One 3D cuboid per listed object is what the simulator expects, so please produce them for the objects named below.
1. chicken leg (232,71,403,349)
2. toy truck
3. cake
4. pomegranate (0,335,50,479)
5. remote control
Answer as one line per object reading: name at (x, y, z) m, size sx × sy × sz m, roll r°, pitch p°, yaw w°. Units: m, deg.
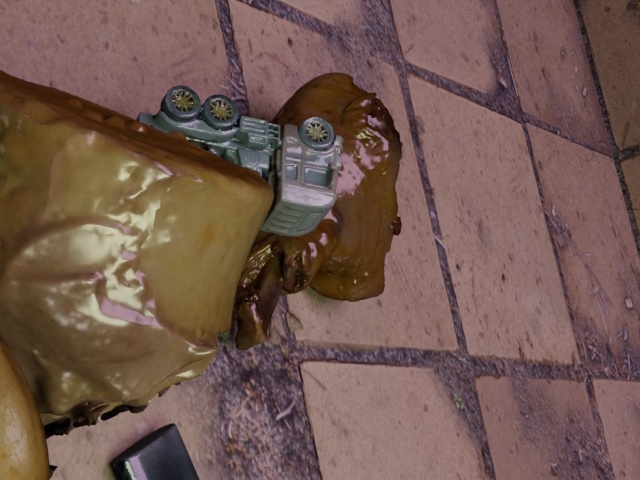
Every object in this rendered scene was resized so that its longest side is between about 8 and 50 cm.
chicken leg at (0.000, 0.000, 1.780) m, size 0.409 × 0.182 × 0.295 m, roll -66°, pitch 146°, yaw -42°
toy truck at (-0.105, -0.072, 1.586) m, size 0.256 × 0.108 × 0.140 m, roll 11°, pitch 60°, yaw -18°
cake at (-0.233, 0.039, 1.252) m, size 0.332 × 0.332 × 0.321 m, roll 17°, pitch 97°, yaw -56°
pomegranate at (-0.320, 0.159, 0.959) m, size 0.319 × 0.319 × 0.319 m, roll 38°, pitch 43°, yaw -45°
remote control at (-0.106, 0.376, 1.459) m, size 0.107 × 0.044 × 0.378 m, roll -31°, pitch 100°, yaw -56°
